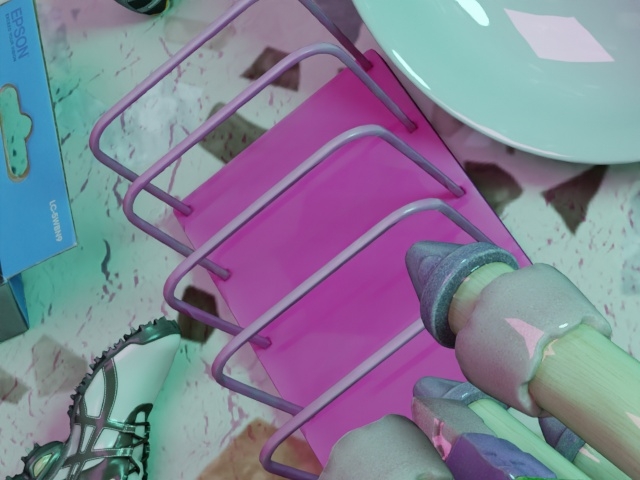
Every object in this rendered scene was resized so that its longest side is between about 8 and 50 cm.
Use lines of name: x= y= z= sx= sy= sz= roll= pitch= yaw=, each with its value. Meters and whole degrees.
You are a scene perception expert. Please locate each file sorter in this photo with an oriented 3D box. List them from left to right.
file sorter: x=0.000 y=0.000 z=1.015 sx=0.202 sy=0.182 sz=0.291 roll=-38 pitch=61 yaw=10

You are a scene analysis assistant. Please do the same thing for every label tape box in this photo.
label tape box: x=-0.330 y=-0.024 z=1.227 sx=0.333 sy=0.106 sz=0.241 roll=-22 pitch=65 yaw=17

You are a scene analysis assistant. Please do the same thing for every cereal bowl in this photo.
cereal bowl: x=0.176 y=-0.229 z=0.969 sx=0.339 sy=0.339 sz=0.141 roll=12 pitch=38 yaw=29

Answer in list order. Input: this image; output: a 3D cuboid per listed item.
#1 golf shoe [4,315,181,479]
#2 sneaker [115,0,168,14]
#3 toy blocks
golf shoe: x=-0.150 y=0.150 z=1.107 sx=0.094 sy=0.077 sz=0.198 roll=39 pitch=99 yaw=20
sneaker: x=-0.118 y=-0.282 z=1.231 sx=0.084 sy=0.083 sz=0.215 roll=29 pitch=82 yaw=31
toy blocks: x=0.108 y=0.153 z=0.787 sx=0.260 sy=0.288 sz=0.309 roll=39 pitch=110 yaw=44
